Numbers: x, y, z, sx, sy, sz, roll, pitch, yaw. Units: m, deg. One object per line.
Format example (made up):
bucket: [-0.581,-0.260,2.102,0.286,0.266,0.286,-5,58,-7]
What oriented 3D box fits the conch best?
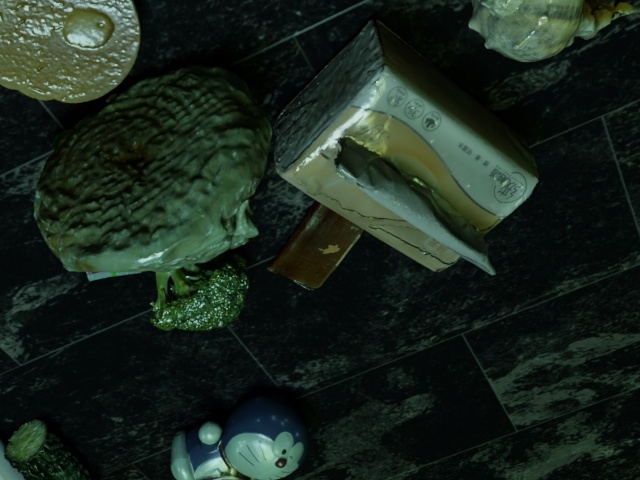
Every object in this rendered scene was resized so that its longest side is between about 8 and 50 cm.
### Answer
conch: [0.276,-0.321,1.133,0.291,0.159,0.210,-18,137,-48]

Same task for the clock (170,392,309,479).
clock: [-0.138,0.361,1.685,0.243,0.146,0.199,-23,136,18]

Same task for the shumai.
shumai: [-0.181,-0.034,1.237,0.309,0.304,0.263,-18,143,7]

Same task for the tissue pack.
tissue pack: [0.120,-0.092,1.261,0.306,0.238,0.238,31,121,-31]

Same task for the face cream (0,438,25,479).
face cream: [-0.586,0.393,1.688,0.107,0.073,0.269,3,136,16]

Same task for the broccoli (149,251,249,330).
broccoli: [-0.183,0.077,1.432,0.162,0.146,0.138,-41,88,10]

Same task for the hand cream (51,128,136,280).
hand cream: [-0.320,-0.039,1.366,0.079,0.050,0.275,11,140,15]

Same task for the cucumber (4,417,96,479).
cucumber: [-0.449,0.465,1.758,0.096,0.096,0.359,-18,131,7]

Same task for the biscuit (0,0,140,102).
biscuit: [-0.309,-0.259,1.158,0.181,0.049,0.208,15,128,-21]

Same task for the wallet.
wallet: [0.000,0.000,1.459,0.095,0.026,0.176,22,124,-19]
